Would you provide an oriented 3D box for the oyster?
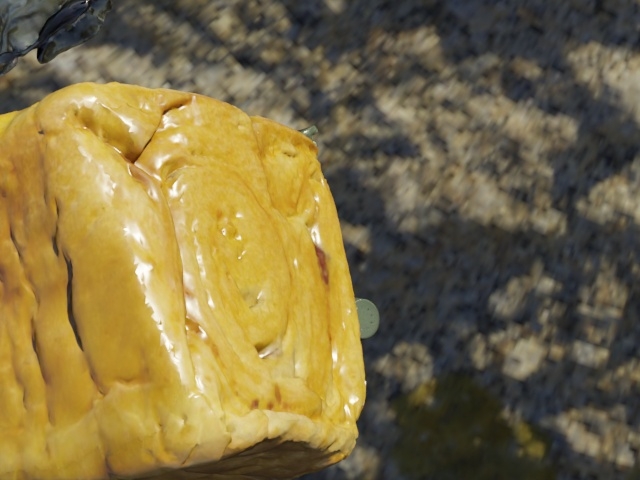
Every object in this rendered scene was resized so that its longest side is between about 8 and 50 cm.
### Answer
[{"bbox_3d":[-0.186,-0.129,1.020,0.191,0.163,0.081,-45,127,0],"label":"oyster"}]

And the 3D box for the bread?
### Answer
[{"bbox_3d":[-0.078,0.030,0.777,0.143,0.149,0.158,-23,74,26],"label":"bread"}]

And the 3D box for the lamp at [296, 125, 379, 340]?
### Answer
[{"bbox_3d":[0.001,0.001,1.011,0.054,0.041,0.121,-5,108,59],"label":"lamp"}]
